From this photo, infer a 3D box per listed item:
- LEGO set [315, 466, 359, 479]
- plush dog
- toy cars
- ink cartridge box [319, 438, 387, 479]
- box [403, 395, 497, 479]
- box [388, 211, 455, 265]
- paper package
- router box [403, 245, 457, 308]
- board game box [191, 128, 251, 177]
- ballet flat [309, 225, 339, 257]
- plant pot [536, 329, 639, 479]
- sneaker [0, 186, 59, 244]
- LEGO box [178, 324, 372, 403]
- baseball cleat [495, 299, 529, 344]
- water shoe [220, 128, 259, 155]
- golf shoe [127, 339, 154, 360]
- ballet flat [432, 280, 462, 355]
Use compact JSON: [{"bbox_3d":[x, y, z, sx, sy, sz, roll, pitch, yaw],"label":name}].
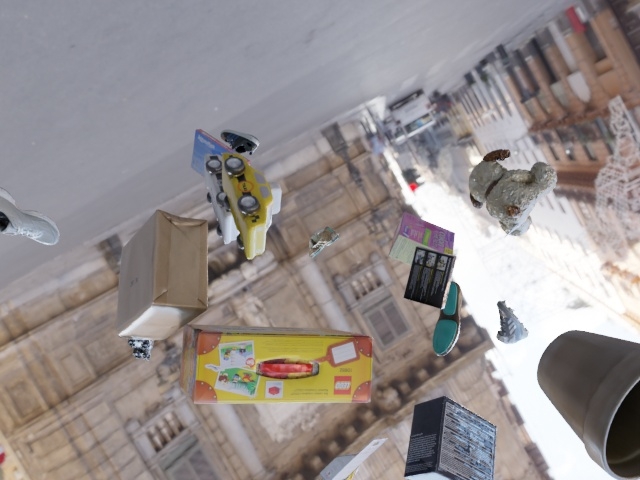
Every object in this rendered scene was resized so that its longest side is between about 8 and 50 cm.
[{"bbox_3d":[0.042,0.955,2.468,0.287,0.107,0.132,-52,156,-31],"label":"LEGO set"},{"bbox_3d":[0.551,-0.151,1.940,0.210,0.225,0.262,-15,137,-42],"label":"plush dog"},{"bbox_3d":[-0.144,-0.078,1.169,0.087,0.176,0.393,-10,-170,-18],"label":"toy cars"},{"bbox_3d":[0.122,0.785,2.305,0.232,0.066,0.189,-49,154,4],"label":"ink cartridge box"},{"bbox_3d":[0.492,0.789,2.366,0.183,0.296,0.294,-33,-149,46],"label":"box"},{"bbox_3d":[0.430,0.015,2.660,0.213,0.243,0.117,-64,177,-58],"label":"box"},{"bbox_3d":[-0.482,0.110,1.905,0.168,0.309,0.325,11,152,-32],"label":"paper package"},{"bbox_3d":[0.358,0.121,2.068,0.133,0.179,0.046,16,-173,24],"label":"router box"},{"bbox_3d":[-0.338,-0.254,2.117,0.027,0.281,0.145,-16,130,-42],"label":"board game box"},{"bbox_3d":[0.000,0.000,2.320,0.073,0.067,0.206,-43,-178,-37],"label":"ballet flat"},{"bbox_3d":[0.690,0.360,1.524,0.323,0.323,0.280,-30,-152,-14],"label":"plant pot"},{"bbox_3d":[-0.920,-0.045,1.923,0.099,0.262,0.121,-36,-140,18],"label":"sneaker"},{"bbox_3d":[-0.146,0.361,1.890,0.500,0.193,0.372,4,175,-18],"label":"LEGO box"},{"bbox_3d":[0.628,0.288,2.132,0.109,0.206,0.072,-38,-151,11],"label":"baseball cleat"},{"bbox_3d":[-0.341,-0.393,2.539,0.203,0.073,0.080,15,-106,37],"label":"water shoe"},{"bbox_3d":[-0.610,0.335,2.168,0.198,0.077,0.094,113,-10,-55],"label":"golf shoe"},{"bbox_3d":[0.588,0.357,2.860,0.116,0.342,0.124,1,167,34],"label":"ballet flat"}]
